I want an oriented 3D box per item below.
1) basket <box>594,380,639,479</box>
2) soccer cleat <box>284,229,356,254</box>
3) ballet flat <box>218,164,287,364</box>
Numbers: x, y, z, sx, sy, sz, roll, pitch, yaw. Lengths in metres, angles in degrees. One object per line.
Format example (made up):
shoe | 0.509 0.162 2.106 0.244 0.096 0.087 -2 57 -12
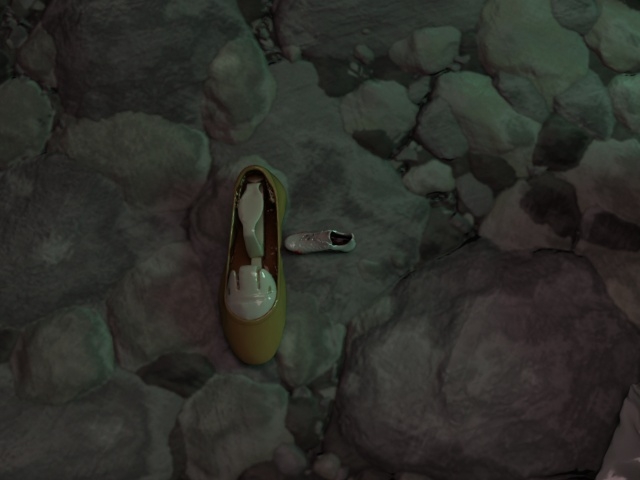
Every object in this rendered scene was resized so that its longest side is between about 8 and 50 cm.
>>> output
basket | 0.408 0.293 1.079 0.266 0.328 0.331 27 69 5
soccer cleat | 0.000 0.000 1.325 0.083 0.035 0.029 2 68 -3
ballet flat | -0.080 0.022 1.291 0.080 0.073 0.232 -4 68 7
